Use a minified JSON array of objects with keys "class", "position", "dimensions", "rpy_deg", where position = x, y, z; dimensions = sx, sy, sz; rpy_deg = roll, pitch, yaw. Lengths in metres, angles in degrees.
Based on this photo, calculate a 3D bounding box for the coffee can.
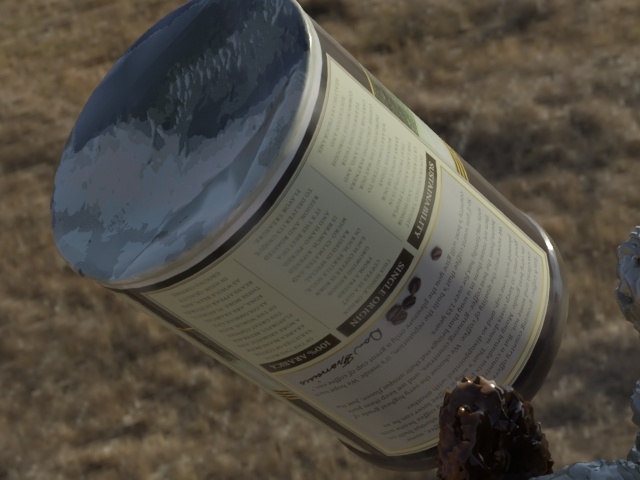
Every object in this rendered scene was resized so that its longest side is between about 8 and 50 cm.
[{"class":"coffee can","position":[0.000,0.000,0.904],"dimensions":[0.201,0.275,0.202],"rpy_deg":[-25,47,29]}]

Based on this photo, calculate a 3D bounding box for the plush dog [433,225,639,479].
[{"class":"plush dog","position":[0.151,0.141,0.607],"dimensions":[0.225,0.211,0.262],"rpy_deg":[-22,37,14]}]
